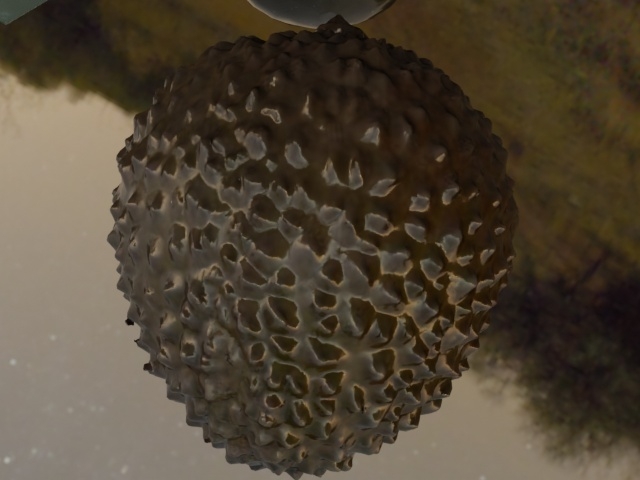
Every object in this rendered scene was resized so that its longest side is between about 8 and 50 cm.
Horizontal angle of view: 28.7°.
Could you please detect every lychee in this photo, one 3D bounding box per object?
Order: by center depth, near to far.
[{"bbox_3d":[0.000,0.000,1.141,0.380,0.432,0.380,6,168,1],"label":"lychee"}]

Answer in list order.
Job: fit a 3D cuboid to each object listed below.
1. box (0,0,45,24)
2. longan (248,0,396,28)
[{"bbox_3d":[-0.233,-0.342,1.056,0.117,0.225,0.225,26,-136,-58],"label":"box"},{"bbox_3d":[0.015,-0.488,1.735,0.336,0.404,0.404,14,178,18],"label":"longan"}]
